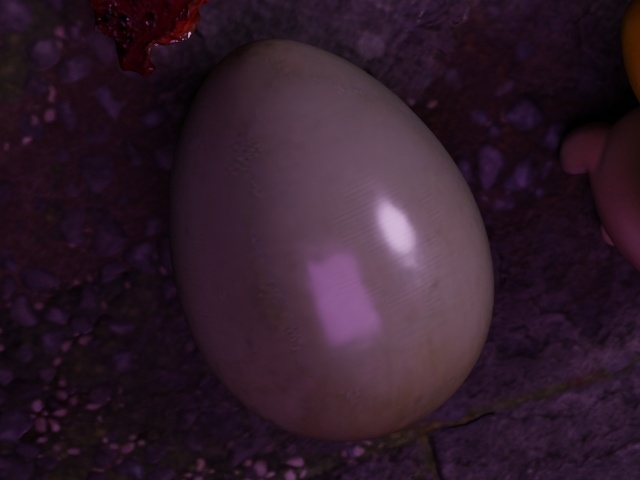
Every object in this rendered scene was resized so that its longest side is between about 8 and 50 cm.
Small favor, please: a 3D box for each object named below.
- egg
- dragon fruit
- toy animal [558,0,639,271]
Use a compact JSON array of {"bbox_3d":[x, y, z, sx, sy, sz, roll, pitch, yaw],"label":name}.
[{"bbox_3d":[0.000,0.000,1.105,0.218,0.218,0.295,-23,114,4],"label":"egg"},{"bbox_3d":[-0.099,-0.174,1.077,0.097,0.063,0.131,16,125,17],"label":"dragon fruit"},{"bbox_3d":[0.297,-0.028,1.084,0.278,0.246,0.345,33,139,-26],"label":"toy animal"}]
